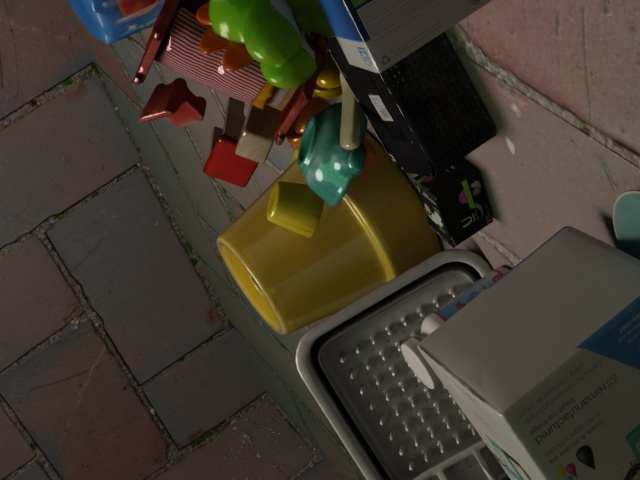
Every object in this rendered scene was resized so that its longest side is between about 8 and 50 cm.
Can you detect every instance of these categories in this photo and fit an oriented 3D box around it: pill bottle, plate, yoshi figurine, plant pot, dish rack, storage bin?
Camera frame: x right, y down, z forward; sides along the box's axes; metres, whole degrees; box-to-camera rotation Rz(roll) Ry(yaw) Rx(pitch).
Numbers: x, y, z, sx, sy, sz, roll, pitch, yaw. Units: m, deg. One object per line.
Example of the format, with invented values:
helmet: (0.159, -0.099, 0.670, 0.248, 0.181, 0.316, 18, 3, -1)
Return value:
pill bottle: (0.180, 0.108, 1.727, 0.087, 0.160, 0.087, 52, 167, 16)
plate: (0.330, 0.029, 1.264, 0.188, 0.024, 0.188, 51, 167, 17)
yoshi figurine: (-0.029, -0.304, 1.459, 0.203, 0.204, 0.362, -54, 37, 34)
plant pot: (0.000, 0.000, 1.962, 0.254, 0.239, 0.254, 51, 167, 17)
dish rack: (0.158, 0.196, 1.850, 0.333, 0.285, 0.072, 58, -169, -8)
storage bin: (0.094, -0.166, 1.524, 0.180, 0.084, 0.122, 60, 167, -15)

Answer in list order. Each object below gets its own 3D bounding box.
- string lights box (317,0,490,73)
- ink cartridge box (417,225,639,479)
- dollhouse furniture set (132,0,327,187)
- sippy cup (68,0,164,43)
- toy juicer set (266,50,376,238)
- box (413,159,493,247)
string lights box: (0.036, -0.297, 1.278, 0.259, 0.133, 0.077, 61, 167, -23)
ink cartridge box: (0.269, 0.166, 1.360, 0.270, 0.198, 0.197, 54, 174, -23)
dollhouse furniture set: (-0.137, -0.181, 1.808, 0.201, 0.152, 0.374, 21, 149, -9)
sippy cup: (-0.241, -0.387, 1.911, 0.305, 0.224, 0.240, 49, 166, 30)
toy juicer set: (0.030, -0.142, 1.727, 0.089, 0.209, 0.329, 15, 159, -13)
box: (0.154, -0.047, 1.653, 0.052, 0.062, 0.083, 46, 165, 46)
